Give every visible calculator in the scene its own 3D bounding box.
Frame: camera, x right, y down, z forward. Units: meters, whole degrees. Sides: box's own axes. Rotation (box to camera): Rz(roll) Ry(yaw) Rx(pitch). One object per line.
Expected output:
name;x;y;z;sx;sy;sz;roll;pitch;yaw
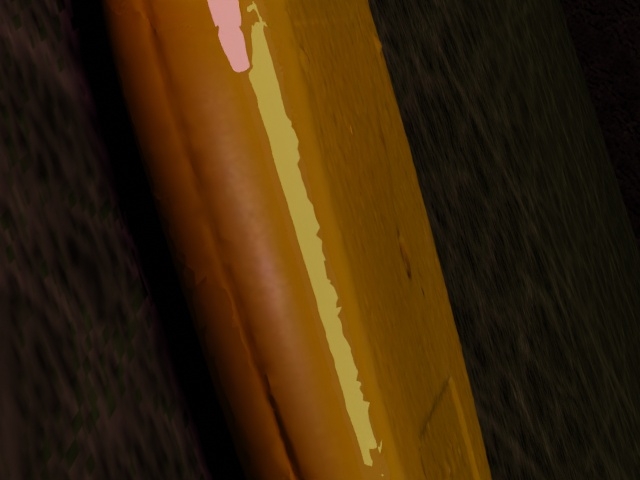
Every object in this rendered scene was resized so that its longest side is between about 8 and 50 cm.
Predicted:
calculator;0.000;0.000;0.391;0.146;0.032;0.235;-43;117;-78
